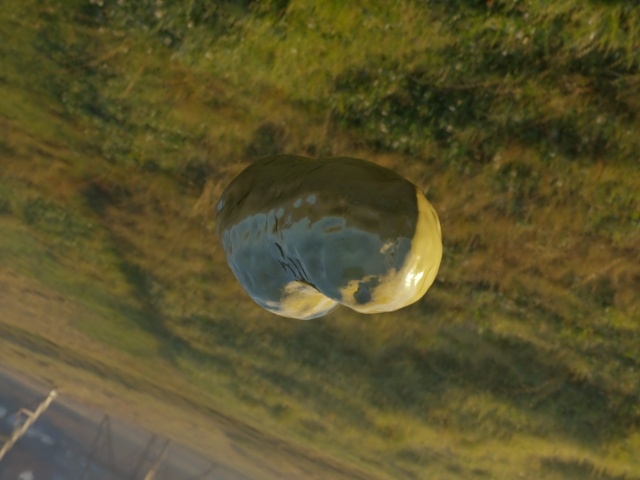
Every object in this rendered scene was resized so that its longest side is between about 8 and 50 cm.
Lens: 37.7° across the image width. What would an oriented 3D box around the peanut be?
[{"bbox_3d":[0.000,0.000,0.817,0.147,0.147,0.319,37,169,-25],"label":"peanut"}]
